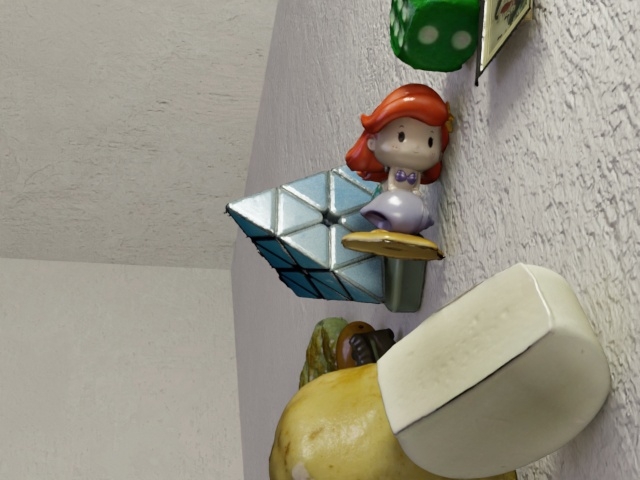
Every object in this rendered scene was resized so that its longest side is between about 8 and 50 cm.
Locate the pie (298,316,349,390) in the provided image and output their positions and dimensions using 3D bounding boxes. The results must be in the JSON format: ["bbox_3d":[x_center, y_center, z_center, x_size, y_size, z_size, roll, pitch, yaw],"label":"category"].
[{"bbox_3d":[0.020,0.310,2.257,0.371,0.078,0.296,-164,77,-77],"label":"pie"}]

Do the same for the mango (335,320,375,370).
[{"bbox_3d":[0.071,0.244,2.006,0.102,0.085,0.184,-128,37,-74],"label":"mango"}]

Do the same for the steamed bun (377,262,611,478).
[{"bbox_3d":[0.195,0.152,1.150,0.242,0.164,0.146,-38,35,20],"label":"steamed bun"}]

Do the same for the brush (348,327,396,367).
[{"bbox_3d":[0.115,0.296,1.819,0.071,0.084,0.301,112,150,-60],"label":"brush"}]

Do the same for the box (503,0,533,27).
[{"bbox_3d":[0.262,-0.306,1.403,0.083,0.012,0.046,172,103,-78],"label":"box"}]

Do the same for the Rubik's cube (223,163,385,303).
[{"bbox_3d":[-0.002,-0.001,1.846,0.229,0.233,0.228,-41,-64,-70],"label":"Rubik's cube"}]

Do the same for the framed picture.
[{"bbox_3d":[0.251,-0.339,1.424,0.195,0.010,0.199,125,155,-66],"label":"framed picture"}]

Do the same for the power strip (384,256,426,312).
[{"bbox_3d":[0.126,0.002,1.865,0.265,0.059,0.193,-124,39,-73],"label":"power strip"}]

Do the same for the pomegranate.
[{"bbox_3d":[0.089,0.318,1.343,0.332,0.333,0.332,-177,90,-78],"label":"pomegranate"}]

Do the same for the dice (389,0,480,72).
[{"bbox_3d":[0.171,-0.337,1.591,0.128,0.120,0.131,-101,17,-48],"label":"dice"}]

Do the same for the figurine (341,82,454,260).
[{"bbox_3d":[0.119,-0.106,1.672,0.208,0.181,0.257,36,-119,-69],"label":"figurine"}]
